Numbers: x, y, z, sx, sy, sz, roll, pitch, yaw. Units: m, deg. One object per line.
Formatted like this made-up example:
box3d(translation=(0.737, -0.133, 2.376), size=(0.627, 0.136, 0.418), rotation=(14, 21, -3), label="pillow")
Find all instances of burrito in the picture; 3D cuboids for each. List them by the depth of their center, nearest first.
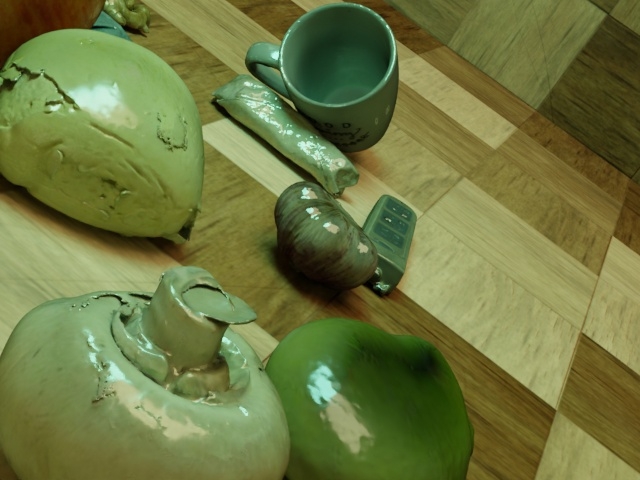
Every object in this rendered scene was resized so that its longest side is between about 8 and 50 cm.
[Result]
box3d(translation=(-0.055, -0.169, 1.623), size=(0.275, 0.059, 0.082), rotation=(42, 68, 13), label="burrito")

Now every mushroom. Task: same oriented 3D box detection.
box3d(translation=(-0.131, 0.119, 0.815), size=(0.246, 0.202, 0.246), rotation=(26, 15, -7), label="mushroom")

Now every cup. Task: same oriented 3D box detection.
box3d(translation=(0.005, -0.261, 1.697), size=(0.258, 0.186, 0.234), rotation=(14, -17, 11), label="cup")

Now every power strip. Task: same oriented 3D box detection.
box3d(translation=(0.098, -0.003, 1.530), size=(0.080, 0.048, 0.286), rotation=(34, 22, -2), label="power strip")

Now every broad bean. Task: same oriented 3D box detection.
box3d(translation=(0.053, 0.179, 1.037), size=(0.238, 0.119, 0.291), rotation=(48, 28, 9), label="broad bean")

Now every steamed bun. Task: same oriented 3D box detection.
box3d(translation=(-0.242, -0.129, 1.177), size=(0.273, 0.166, 0.232), rotation=(26, 23, -19), label="steamed bun")

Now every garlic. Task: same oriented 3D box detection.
box3d(translation=(0.000, 0.000, 1.331), size=(0.159, 0.102, 0.147), rotation=(47, 10, 1), label="garlic")

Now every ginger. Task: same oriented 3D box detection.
box3d(translation=(-0.365, -0.420, 1.711), size=(0.193, 0.053, 0.176), rotation=(25, 20, -22), label="ginger")

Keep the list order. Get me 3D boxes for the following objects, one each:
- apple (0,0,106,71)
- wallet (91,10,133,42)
box3d(translation=(-0.394, -0.354, 1.263), size=(0.286, 0.233, 0.286), rotation=(1, 65, -1), label="apple")
box3d(translation=(-0.448, -0.368, 1.487), size=(0.342, 0.075, 0.237), rotation=(42, 28, 16), label="wallet")
